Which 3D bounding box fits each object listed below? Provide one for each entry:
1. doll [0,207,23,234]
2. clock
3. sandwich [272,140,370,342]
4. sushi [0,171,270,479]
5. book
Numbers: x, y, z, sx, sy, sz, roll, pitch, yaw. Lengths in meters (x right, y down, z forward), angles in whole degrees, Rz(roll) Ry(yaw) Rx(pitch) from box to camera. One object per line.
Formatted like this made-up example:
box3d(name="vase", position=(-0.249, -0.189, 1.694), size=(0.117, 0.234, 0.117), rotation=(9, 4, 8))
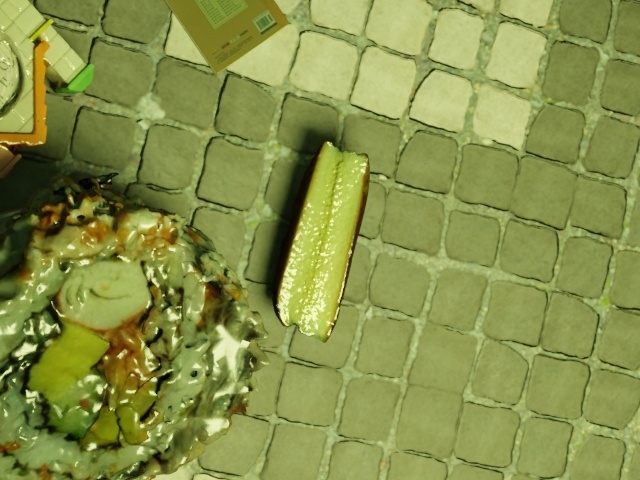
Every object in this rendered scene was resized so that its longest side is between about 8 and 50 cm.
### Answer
box3d(name="doll", position=(-0.430, 0.040, 1.666), size=(0.287, 0.151, 0.150), rotation=(-21, 95, -16))
box3d(name="clock", position=(-0.414, -0.207, 1.661), size=(0.255, 0.106, 0.220), rotation=(48, 71, -22))
box3d(name="sandwich", position=(0.000, 0.000, 1.802), size=(0.090, 0.088, 0.244), rotation=(14, 90, -5))
box3d(name="sushi", position=(-0.269, 0.127, 1.626), size=(0.418, 0.176, 0.417), rotation=(-16, 122, -27))
box3d(name="book", position=(-0.133, -0.312, 1.802), size=(0.118, 0.012, 0.172), rotation=(-36, 98, -11))
